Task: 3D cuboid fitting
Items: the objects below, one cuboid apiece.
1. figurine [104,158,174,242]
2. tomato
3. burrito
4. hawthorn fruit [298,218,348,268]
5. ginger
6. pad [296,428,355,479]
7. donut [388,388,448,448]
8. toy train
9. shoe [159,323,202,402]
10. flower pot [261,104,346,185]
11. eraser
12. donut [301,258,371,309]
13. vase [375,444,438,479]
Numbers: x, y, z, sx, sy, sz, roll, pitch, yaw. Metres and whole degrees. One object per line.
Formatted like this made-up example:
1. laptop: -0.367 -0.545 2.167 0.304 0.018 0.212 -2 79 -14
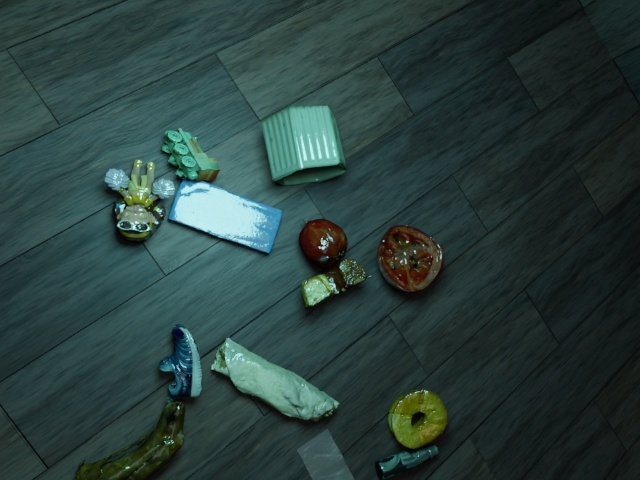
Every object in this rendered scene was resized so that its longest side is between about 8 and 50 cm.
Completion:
1. figurine: -0.495 -0.113 1.256 0.175 0.116 0.239 7 75 -19
2. tomato: 0.278 0.062 1.498 0.228 0.101 0.227 5 74 -17
3. burrito: -0.131 0.421 1.331 0.392 0.076 0.117 32 81 -10
4. hawthorn fruit: 0.000 0.000 1.394 0.172 0.148 0.148 42 71 16
5. ginger: -0.469 0.555 1.186 0.310 0.107 0.133 -29 64 -18
6. pad: 0.018 0.678 1.383 0.113 0.006 0.187 -28 91 -18
7. donut: 0.301 0.558 1.455 0.190 0.075 0.174 -39 97 -14
8. toy train: -0.376 -0.247 1.321 0.118 0.074 0.175 -14 65 -44
9. shoe: -0.383 0.332 1.248 0.106 0.092 0.207 -4 88 -24
10. flower pot: -0.046 -0.278 1.372 0.210 0.239 0.189 -13 85 12
11. eraser: -0.276 -0.074 1.359 0.312 0.043 0.144 20 78 -15
12. donut: 0.022 0.132 1.385 0.217 0.141 0.085 -23 81 -30
13. vase: 0.276 0.687 1.436 0.212 0.060 0.059 -10 87 -18
